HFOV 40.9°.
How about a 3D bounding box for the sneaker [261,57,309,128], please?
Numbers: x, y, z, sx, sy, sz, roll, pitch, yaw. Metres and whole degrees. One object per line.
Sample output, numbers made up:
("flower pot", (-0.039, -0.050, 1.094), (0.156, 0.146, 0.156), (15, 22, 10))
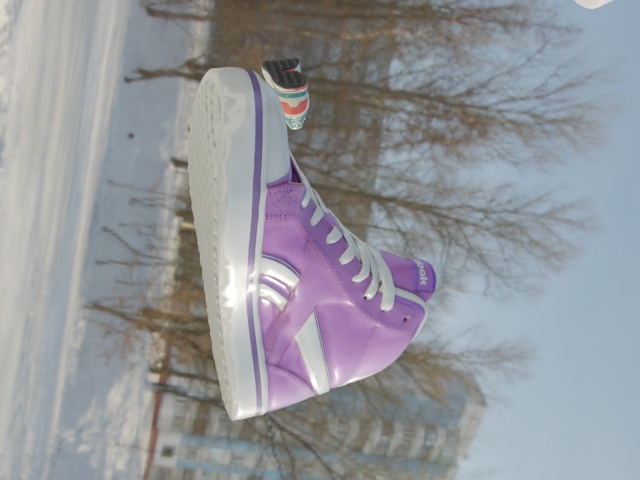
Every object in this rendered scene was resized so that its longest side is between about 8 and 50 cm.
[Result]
("sneaker", (-0.048, -0.205, 1.202), (0.161, 0.057, 0.075), (-113, -163, -63))

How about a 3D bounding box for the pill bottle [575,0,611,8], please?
("pill bottle", (0.209, -0.193, 0.461), (0.094, 0.169, 0.094), (64, -1, 2))

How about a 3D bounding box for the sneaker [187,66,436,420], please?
("sneaker", (0.000, 0.000, 0.571), (0.282, 0.161, 0.102), (90, -15, -46))
